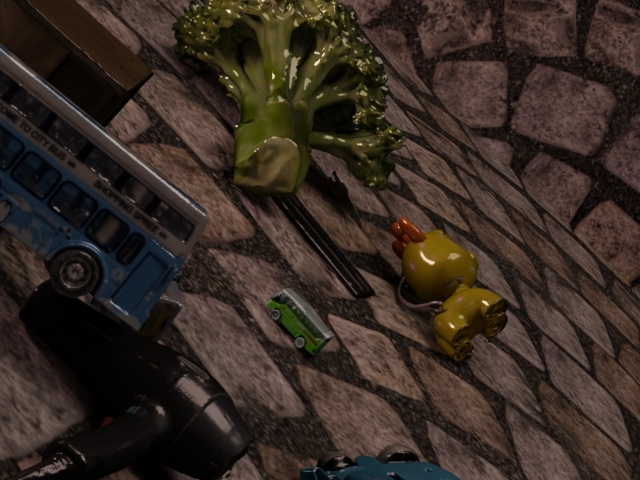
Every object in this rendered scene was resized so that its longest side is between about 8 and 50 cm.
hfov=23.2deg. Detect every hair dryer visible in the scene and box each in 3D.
[{"bbox_3d":[-0.189,0.133,1.248,0.235,0.091,0.272,38,19,8],"label":"hair dryer"}]

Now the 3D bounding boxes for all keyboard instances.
[{"bbox_3d":[0.000,0.000,2.131,0.202,0.011,0.067,50,19,17],"label":"keyboard"}]

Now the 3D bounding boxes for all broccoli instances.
[{"bbox_3d":[-0.075,-0.219,2.210,0.353,0.274,0.397,33,32,21],"label":"broccoli"}]

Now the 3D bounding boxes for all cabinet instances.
[{"bbox_3d":[-0.275,-0.133,1.437,0.148,0.175,0.215,42,8,-7],"label":"cabinet"}]

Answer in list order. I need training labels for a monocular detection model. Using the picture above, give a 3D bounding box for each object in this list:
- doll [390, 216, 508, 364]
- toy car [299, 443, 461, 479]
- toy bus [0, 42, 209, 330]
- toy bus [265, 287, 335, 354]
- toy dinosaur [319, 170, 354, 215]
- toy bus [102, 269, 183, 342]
[{"bbox_3d":[0.168,0.062,2.232,0.221,0.135,0.143,49,-17,31],"label":"doll"},{"bbox_3d":[0.062,0.268,1.539,0.161,0.098,0.126,-1,12,-30],"label":"toy car"},{"bbox_3d":[-0.238,-0.060,1.284,0.297,0.131,0.106,39,-3,-16],"label":"toy bus"},{"bbox_3d":[-0.025,0.093,1.800,0.083,0.037,0.031,48,16,11],"label":"toy bus"},{"bbox_3d":[0.028,-0.075,2.344,0.041,0.026,0.113,56,-1,-33],"label":"toy dinosaur"},{"bbox_3d":[-0.191,0.019,1.540,0.075,0.064,0.190,16,31,-36],"label":"toy bus"}]
